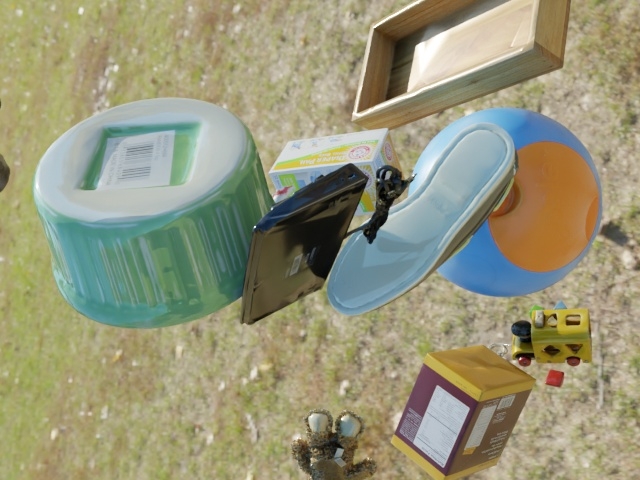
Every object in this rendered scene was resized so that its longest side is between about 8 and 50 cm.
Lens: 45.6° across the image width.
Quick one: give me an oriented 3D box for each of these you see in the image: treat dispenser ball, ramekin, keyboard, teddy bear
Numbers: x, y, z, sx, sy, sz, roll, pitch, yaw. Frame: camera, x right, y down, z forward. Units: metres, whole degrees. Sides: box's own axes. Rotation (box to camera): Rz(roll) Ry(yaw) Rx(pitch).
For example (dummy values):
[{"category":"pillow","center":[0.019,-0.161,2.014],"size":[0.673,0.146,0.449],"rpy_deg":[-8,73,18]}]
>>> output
[{"category":"treat dispenser ball","center":[0.277,-0.057,1.160],"size":[0.288,0.288,0.288],"rpy_deg":[-24,61,52]},{"category":"ramekin","center":[-0.206,-0.050,0.956],"size":[0.303,0.303,0.148],"rpy_deg":[-119,16,-46]},{"category":"keyboard","center":[0.000,0.000,0.851],"size":[0.033,0.201,0.317],"rpy_deg":[59,161,15]},{"category":"teddy bear","center":[0.034,0.609,2.151],"size":[0.113,0.245,0.338],"rpy_deg":[-96,-9,-66]}]

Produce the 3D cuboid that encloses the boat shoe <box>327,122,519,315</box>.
[{"category":"boat shoe","center":[0.136,-0.014,0.975],"size":[0.305,0.091,0.109],"rpy_deg":[-46,64,6]}]

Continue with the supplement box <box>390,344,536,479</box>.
[{"category":"supplement box","center":[0.263,0.314,1.396],"size":[0.129,0.191,0.194],"rpy_deg":[33,111,39]}]

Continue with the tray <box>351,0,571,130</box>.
[{"category":"tray","center":[0.220,-0.322,1.247],"size":[0.411,0.076,0.203],"rpy_deg":[-12,62,55]}]

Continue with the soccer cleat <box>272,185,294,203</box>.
[{"category":"soccer cleat","center":[-0.071,-0.054,1.207],"size":[0.083,0.029,0.035],"rpy_deg":[-39,82,1]}]

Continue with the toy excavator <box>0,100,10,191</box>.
[{"category":"toy excavator","center":[-0.817,-0.239,1.318],"size":[0.222,0.445,0.433],"rpy_deg":[73,-178,-69]}]

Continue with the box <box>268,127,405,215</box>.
[{"category":"box","center":[0.031,-0.114,1.338],"size":[0.203,0.114,0.103],"rpy_deg":[-3,38,27]}]

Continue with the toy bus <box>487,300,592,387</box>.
[{"category":"toy bus","center":[0.472,0.195,1.597],"size":[0.191,0.202,0.104],"rpy_deg":[40,159,49]}]
